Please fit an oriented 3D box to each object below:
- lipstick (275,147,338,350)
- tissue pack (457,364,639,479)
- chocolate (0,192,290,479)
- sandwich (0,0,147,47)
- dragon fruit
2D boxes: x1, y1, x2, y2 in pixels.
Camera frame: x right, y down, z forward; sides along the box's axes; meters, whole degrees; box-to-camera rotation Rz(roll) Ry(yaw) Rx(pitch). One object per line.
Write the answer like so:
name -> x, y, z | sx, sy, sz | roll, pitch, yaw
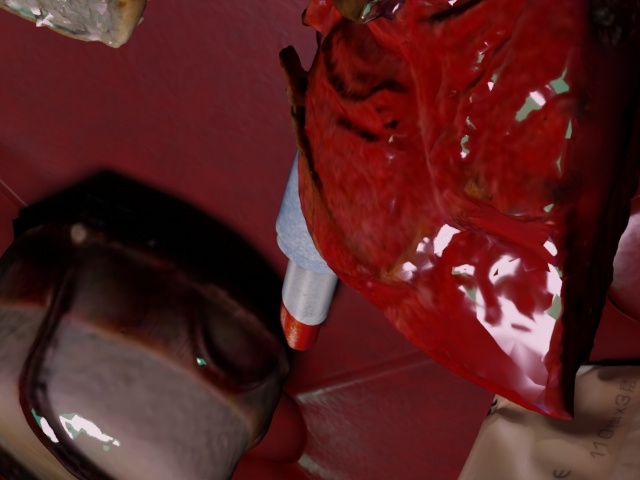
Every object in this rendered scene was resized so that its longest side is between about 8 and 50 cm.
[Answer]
lipstick -> 0.000, 0.000, 1.015 | 0.068, 0.061, 0.274 | 22, 146, 5
tissue pack -> 0.202, 0.338, 0.987 | 0.205, 0.405, 0.332 | -7, 129, 41
chocolate -> -0.178, 0.122, 1.132 | 0.283, 0.186, 0.283 | 24, 145, 18
sandwich -> -0.226, -0.264, 0.833 | 0.301, 0.099, 0.271 | 21, 141, 8
dragon fruit -> 0.111, -0.130, 0.756 | 0.302, 0.240, 0.330 | 37, 127, 36
